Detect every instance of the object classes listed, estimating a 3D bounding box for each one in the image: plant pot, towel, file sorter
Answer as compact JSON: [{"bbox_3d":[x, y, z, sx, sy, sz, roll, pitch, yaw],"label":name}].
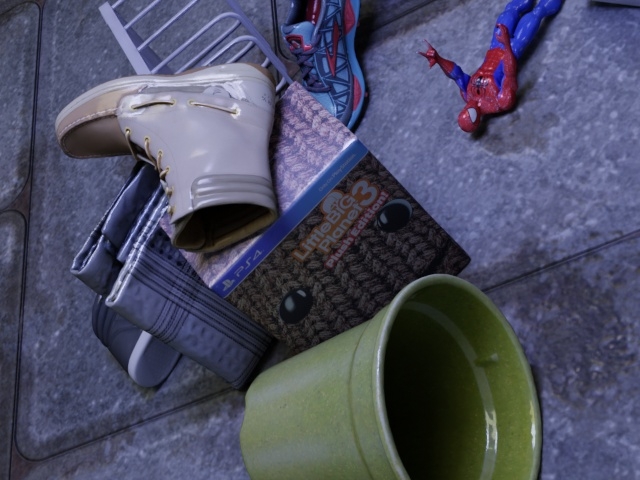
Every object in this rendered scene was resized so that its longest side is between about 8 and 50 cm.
[{"bbox_3d":[0.059,0.200,1.355,0.254,0.276,0.276,-20,51,40],"label":"plant pot"},{"bbox_3d":[-0.120,-0.008,1.544,0.056,0.324,0.312,19,74,47],"label":"towel"},{"bbox_3d":[-0.172,-0.271,1.846,0.173,0.193,0.277,-38,47,6],"label":"file sorter"}]

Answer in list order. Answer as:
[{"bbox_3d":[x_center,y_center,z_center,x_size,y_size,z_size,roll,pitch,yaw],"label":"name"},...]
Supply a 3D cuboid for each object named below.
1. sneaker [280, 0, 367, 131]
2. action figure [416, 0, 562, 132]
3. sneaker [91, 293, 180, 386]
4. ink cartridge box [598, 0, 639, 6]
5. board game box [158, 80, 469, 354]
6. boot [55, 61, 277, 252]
[{"bbox_3d":[-0.013,-0.264,1.736,0.104,0.125,0.262,-8,81,40],"label":"sneaker"},{"bbox_3d":[0.229,-0.277,1.603,0.091,0.139,0.280,15,74,42],"label":"action figure"},{"bbox_3d":[-0.219,0.045,1.733,0.147,0.104,0.296,27,84,38],"label":"sneaker"},{"bbox_3d":[0.377,-0.451,1.512,0.115,0.198,0.273,12,81,25],"label":"ink cartridge box"},{"bbox_3d":[0.000,0.000,1.477,0.232,0.291,0.141,-46,46,3],"label":"board game box"},{"bbox_3d":[-0.173,-0.080,1.366,0.262,0.095,0.203,-9,58,8],"label":"boot"}]
